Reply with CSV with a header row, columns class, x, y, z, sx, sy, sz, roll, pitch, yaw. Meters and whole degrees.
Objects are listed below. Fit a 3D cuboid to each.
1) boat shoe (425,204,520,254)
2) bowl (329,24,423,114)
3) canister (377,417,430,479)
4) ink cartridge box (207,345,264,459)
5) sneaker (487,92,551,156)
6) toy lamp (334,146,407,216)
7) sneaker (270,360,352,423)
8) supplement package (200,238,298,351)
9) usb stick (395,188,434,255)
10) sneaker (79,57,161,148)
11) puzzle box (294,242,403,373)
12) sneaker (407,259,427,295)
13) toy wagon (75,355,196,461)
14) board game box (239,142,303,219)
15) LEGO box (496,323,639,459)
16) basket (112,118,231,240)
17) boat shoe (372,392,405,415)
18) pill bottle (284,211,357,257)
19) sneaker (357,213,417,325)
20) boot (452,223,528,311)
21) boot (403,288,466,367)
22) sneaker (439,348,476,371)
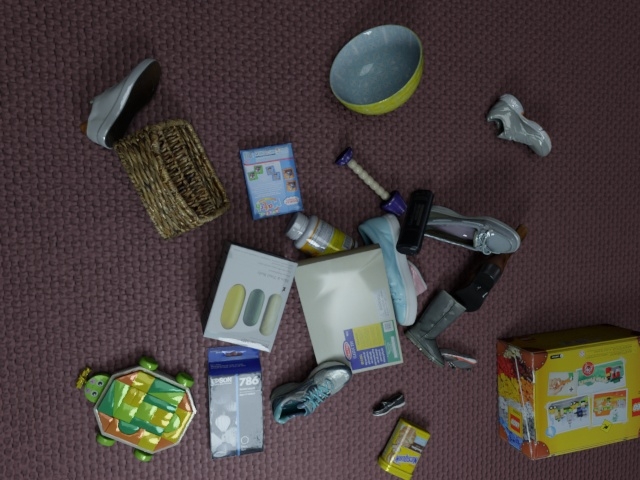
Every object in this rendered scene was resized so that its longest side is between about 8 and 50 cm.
class,x,y,z,sx,sy,sz,roll,pitch,yaw
boat shoe,0.464,-0.021,1.574,0.103,0.321,0.118,-47,147,-37
bowl,0.189,-0.490,1.515,0.289,0.289,0.156,-57,146,-5
canister,0.285,0.705,1.681,0.126,0.073,0.169,29,84,-15
ink cartridge box,-0.262,0.493,1.526,0.166,0.065,0.332,-3,94,-14
sneaker,0.677,-0.373,1.712,0.121,0.099,0.262,-45,96,-1
toy lamp,0.168,-0.182,1.587,0.275,0.080,0.080,41,83,-15
sneaker,-0.023,0.479,1.522,0.283,0.122,0.110,-31,107,7
supplement package,-0.213,0.154,1.444,0.199,0.198,0.262,17,89,-16
usb stick,0.302,-0.062,1.569,0.045,0.077,0.278,75,29,-44
sneaker,-0.559,-0.400,1.366,0.123,0.106,0.290,25,73,12
puzzle box,0.089,0.228,1.531,0.272,0.052,0.408,-12,110,1
sneaker,0.298,0.131,1.656,0.070,0.051,0.134,-37,106,-15
toy wagon,-0.546,0.477,1.444,0.344,0.068,0.267,30,86,-15
board game box,-0.150,-0.181,1.522,0.160,0.039,0.211,-12,96,-14
LEGO box,0.907,0.524,1.772,0.501,0.193,0.372,-4,95,-15
basket,-0.397,-0.177,1.365,0.223,0.213,0.299,-26,100,-11
boat shoe,0.228,0.552,1.668,0.125,0.046,0.038,-17,98,-16
pill bottle,0.000,0.000,1.533,0.215,0.117,0.117,31,85,-14
sneaker,0.200,0.104,1.594,0.150,0.135,0.365,-12,85,-13
boot,0.574,0.094,1.690,0.096,0.264,0.280,33,54,19
boot,0.408,0.296,1.661,0.208,0.076,0.189,-44,90,-2
sneaker,0.469,0.423,1.719,0.158,0.061,0.064,18,96,-15
